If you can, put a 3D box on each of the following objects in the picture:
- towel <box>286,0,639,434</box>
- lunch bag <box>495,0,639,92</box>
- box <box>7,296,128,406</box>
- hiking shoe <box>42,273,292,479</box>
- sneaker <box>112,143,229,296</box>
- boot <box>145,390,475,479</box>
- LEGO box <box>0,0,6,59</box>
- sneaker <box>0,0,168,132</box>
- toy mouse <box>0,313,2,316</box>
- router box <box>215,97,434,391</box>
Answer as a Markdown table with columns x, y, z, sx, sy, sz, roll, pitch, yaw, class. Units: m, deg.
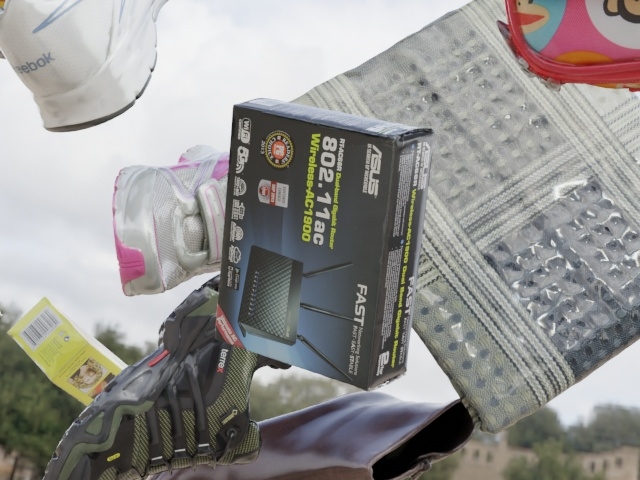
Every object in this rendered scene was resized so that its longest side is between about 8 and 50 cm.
| x | y | z | sx | sy | sz | roll | pitch | yaw | class |
| --- | --- | --- | --- | --- | --- | --- | --- | --- | --- |
| 0.155 | -0.044 | 0.967 | 0.312 | 0.324 | 0.056 | -31 | -13 | -21 | towel |
| 0.238 | -0.173 | 0.598 | 0.293 | 0.258 | 0.120 | 0 | 2 | 32 | lunch bag |
| -0.248 | 0.147 | 1.289 | 0.087 | 0.058 | 0.232 | 40 | -9 | 30 | box |
| -0.100 | 0.132 | 0.816 | 0.114 | 0.227 | 0.086 | 41 | -9 | -1 | hiking shoe |
| -0.088 | -0.025 | 0.974 | 0.111 | 0.103 | 0.252 | 1 | 20 | 20 | sneaker |
| -0.019 | 0.183 | 0.950 | 0.248 | 0.090 | 0.207 | -23 | 2 | -31 | boot |
| -0.310 | -0.418 | 1.408 | 0.373 | 0.500 | 0.193 | 11 | -51 | 26 | LEGO box |
| -0.168 | -0.225 | 0.908 | 0.111 | 0.297 | 0.129 | -10 | -42 | 23 | sneaker |
| -0.307 | 0.016 | 0.833 | 0.161 | 0.143 | 0.031 | 48 | -21 | 1 | toy mouse |
| 0.000 | 0.000 | 0.553 | 0.092 | 0.122 | 0.038 | 14 | 17 | 32 | router box |
